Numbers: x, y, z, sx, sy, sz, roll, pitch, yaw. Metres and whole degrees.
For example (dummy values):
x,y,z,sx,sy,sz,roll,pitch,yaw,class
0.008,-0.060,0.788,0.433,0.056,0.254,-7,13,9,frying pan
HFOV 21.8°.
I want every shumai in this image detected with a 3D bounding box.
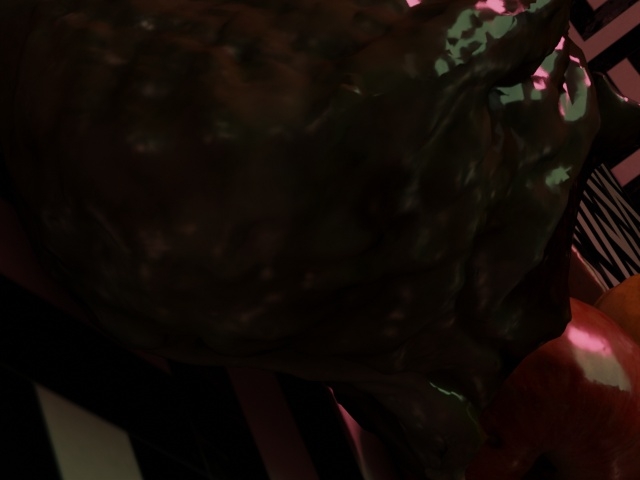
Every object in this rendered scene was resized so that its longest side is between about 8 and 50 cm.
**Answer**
x,y,z,sx,sy,sz,roll,pitch,yaw,class
0.000,0.000,0.742,0.330,0.292,0.288,-77,166,-64,shumai

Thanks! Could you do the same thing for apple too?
x,y,z,sx,sy,sz,roll,pitch,yaw,class
0.107,0.093,0.900,0.146,0.146,0.131,46,18,-26,apple

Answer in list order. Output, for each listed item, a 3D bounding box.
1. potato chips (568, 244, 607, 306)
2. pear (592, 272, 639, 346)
x,y,z,sx,sy,sz,roll,pitch,yaw,class
0.264,0.027,1.799,0.201,0.049,0.150,54,8,16,potato chips
0.365,0.121,1.471,0.271,0.271,0.271,49,14,-17,pear
